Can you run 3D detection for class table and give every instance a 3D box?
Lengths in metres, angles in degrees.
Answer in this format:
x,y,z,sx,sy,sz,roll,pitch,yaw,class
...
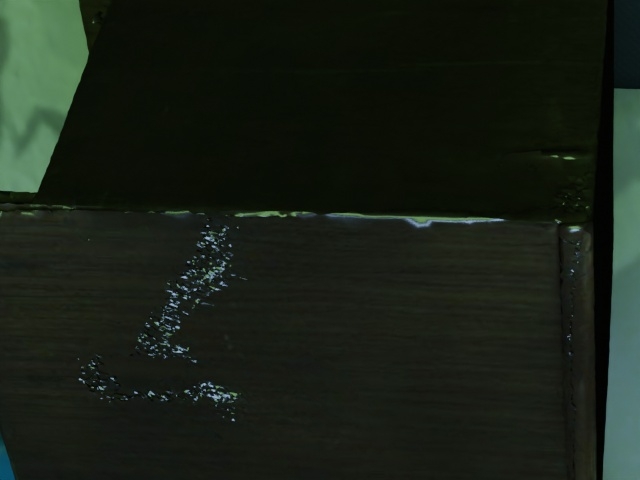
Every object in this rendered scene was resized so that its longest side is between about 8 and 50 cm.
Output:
x,y,z,sx,sy,sz,roll,pitch,yaw,class
0.000,0.000,0.665,0.193,0.169,0.172,1,133,10,table

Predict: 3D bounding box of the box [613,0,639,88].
x,y,z,sx,sy,sz,roll,pitch,yaw,class
0.168,-0.121,0.673,0.230,0.050,0.160,3,132,7,box

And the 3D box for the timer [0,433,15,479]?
x,y,z,sx,sy,sz,roll,pitch,yaw,class
-0.052,0.239,0.714,0.309,0.115,0.340,1,73,6,timer
